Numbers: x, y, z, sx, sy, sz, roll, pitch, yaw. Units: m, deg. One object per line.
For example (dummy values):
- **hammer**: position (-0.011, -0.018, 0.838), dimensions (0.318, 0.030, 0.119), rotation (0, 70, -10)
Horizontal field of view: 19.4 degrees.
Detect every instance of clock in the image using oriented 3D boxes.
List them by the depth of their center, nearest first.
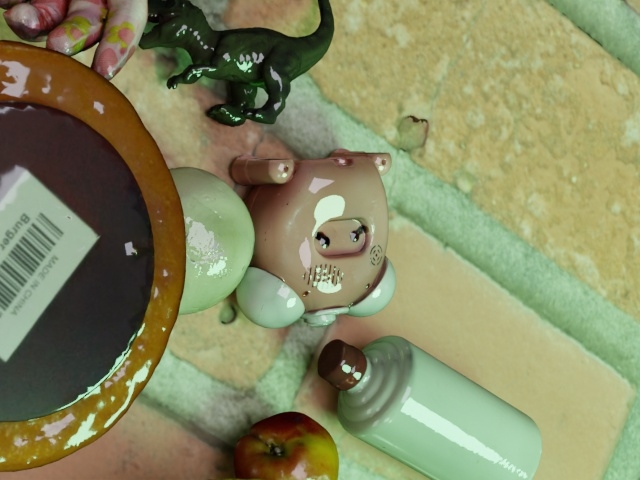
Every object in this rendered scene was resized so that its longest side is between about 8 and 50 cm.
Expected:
- **clock**: position (0.000, 0.000, 1.708), dimensions (0.166, 0.093, 0.162), rotation (-6, 97, -36)

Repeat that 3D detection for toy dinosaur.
- **toy dinosaur**: position (-0.062, -0.196, 1.662), dimensions (0.187, 0.087, 0.178), rotation (28, 77, -34)

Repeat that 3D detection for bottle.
- **bottle**: position (0.095, 0.163, 1.770), dimensions (0.245, 0.104, 0.104), rotation (32, 73, -32)

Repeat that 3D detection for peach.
- **peach**: position (-0.029, 0.206, 1.691), dimensions (0.101, 0.101, 0.100), rotation (-1, 91, -35)

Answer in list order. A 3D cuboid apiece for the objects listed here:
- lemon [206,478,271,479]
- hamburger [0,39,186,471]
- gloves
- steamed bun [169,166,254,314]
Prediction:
- **lemon**: position (-0.069, 0.331, 1.557), dimensions (0.293, 0.293, 0.293), rotation (-1, 91, -35)
- **hamburger**: position (-0.279, 0.006, 1.411), dimensions (0.330, 0.250, 0.329), rotation (0, 90, -34)
- **gloves**: position (-0.198, -0.221, 1.490), dimensions (0.145, 0.126, 0.241), rotation (-19, 71, -2)
- **steamed bun**: position (-0.110, 0.001, 1.625), dimensions (0.112, 0.091, 0.129), rotation (-12, 98, -31)
